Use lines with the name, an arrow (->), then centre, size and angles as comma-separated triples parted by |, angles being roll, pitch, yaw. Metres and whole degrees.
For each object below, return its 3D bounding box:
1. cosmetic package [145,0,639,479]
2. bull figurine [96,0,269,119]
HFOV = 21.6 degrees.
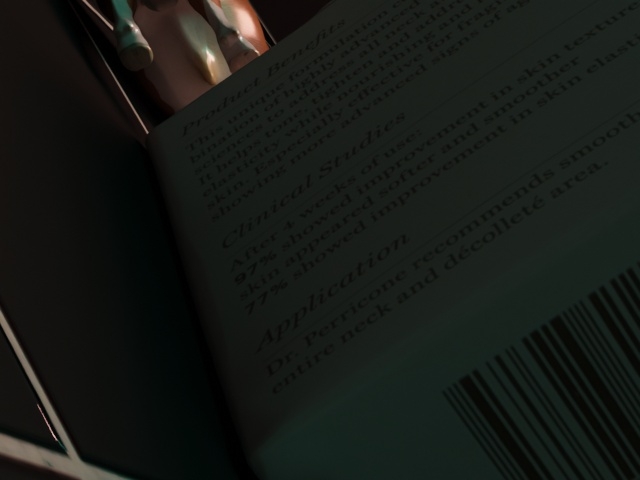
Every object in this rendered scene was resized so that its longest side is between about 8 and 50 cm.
cosmetic package -> 0.140, 0.036, 0.955 | 0.327, 0.329, 0.393 | 53, 6, -28
bull figurine -> -0.072, -0.112, 1.209 | 0.310, 0.101, 0.188 | 53, 7, -39
